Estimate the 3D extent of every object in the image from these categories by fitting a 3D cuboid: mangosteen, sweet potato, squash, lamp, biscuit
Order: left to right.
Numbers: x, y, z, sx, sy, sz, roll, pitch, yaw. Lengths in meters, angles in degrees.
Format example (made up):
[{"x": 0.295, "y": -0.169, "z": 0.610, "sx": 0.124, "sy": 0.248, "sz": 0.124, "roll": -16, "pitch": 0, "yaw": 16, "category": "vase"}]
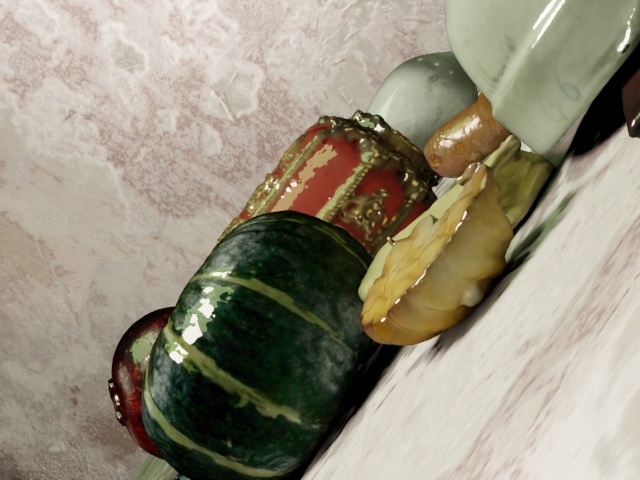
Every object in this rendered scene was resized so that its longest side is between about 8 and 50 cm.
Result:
[{"x": -0.162, "y": 0.176, "z": 2.142, "sx": 0.210, "sy": 0.210, "sz": 0.210, "roll": -53, "pitch": 3, "yaw": 4, "category": "mangosteen"}, {"x": -0.051, "y": 0.097, "z": 1.490, "sx": 0.252, "sy": 0.165, "sz": 0.252, "roll": -62, "pitch": -3, "yaw": -5, "category": "squash"}, {"x": 0.000, "y": 0.000, "z": 1.759, "sx": 0.274, "sy": 0.177, "sz": 0.177, "roll": -53, "pitch": 3, "yaw": 1, "category": "lamp"}, {"x": 0.082, "y": 0.027, "z": 1.225, "sx": 0.118, "sy": 0.061, "sz": 0.183, "roll": -62, "pitch": 10, "yaw": -24, "category": "biscuit"}, {"x": 0.194, "y": -0.153, "z": 1.622, "sx": 0.067, "sy": 0.059, "sz": 0.281, "roll": -28, "pitch": -13, "yaw": -41, "category": "sweet potato"}]

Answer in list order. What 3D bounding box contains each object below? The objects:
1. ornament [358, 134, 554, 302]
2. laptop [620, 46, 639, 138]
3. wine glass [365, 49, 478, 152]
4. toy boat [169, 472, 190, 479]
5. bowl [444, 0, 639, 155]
[{"x": 0.121, "y": -0.026, "z": 1.376, "sx": 0.201, "sy": 0.059, "sz": 0.180, "roll": -46, "pitch": 7, "yaw": 49, "category": "ornament"}, {"x": 0.243, "y": -0.139, "z": 1.083, "sx": 0.154, "sy": 0.026, "sz": 0.207, "roll": -54, "pitch": 2, "yaw": 17, "category": "laptop"}, {"x": 0.149, "y": -0.187, "z": 2.090, "sx": 0.241, "sy": 0.126, "sz": 0.126, "roll": -52, "pitch": 2, "yaw": -21, "category": "wine glass"}, {"x": -0.085, "y": 0.213, "z": 1.749, "sx": 0.141, "sy": 0.060, "sz": 0.055, "roll": -47, "pitch": 0, "yaw": -20, "category": "toy boat"}, {"x": 0.199, "y": -0.225, "z": 1.252, "sx": 0.307, "sy": 0.163, "sz": 0.307, "roll": -51, "pitch": -6, "yaw": -8, "category": "bowl"}]
